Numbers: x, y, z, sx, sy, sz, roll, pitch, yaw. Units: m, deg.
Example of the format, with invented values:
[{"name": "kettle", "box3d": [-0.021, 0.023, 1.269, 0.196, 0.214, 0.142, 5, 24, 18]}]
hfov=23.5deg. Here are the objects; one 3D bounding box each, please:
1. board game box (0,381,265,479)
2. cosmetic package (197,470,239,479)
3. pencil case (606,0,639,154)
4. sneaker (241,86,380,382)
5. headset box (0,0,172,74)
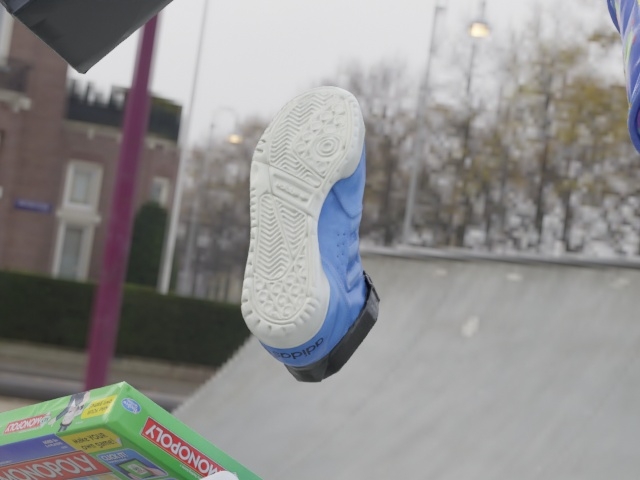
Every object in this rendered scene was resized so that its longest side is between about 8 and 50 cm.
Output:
[{"name": "board game box", "box3d": [-0.197, 0.225, 1.439, 0.213, 0.046, 0.317, 38, -33, -26]}, {"name": "cosmetic package", "box3d": [-0.096, 0.226, 0.677, 0.184, 0.151, 0.151, -17, -30, -35]}, {"name": "pencil case", "box3d": [0.298, -0.156, 1.248, 0.119, 0.133, 0.306, 7, 29, 3]}, {"name": "sneaker", "box3d": [-0.001, 0.000, 0.805, 0.058, 0.152, 0.084, -2, -30, 16]}, {"name": "headset box", "box3d": [-0.150, -0.286, 0.994, 0.283, 0.246, 0.131, 50, 1, 15]}]
